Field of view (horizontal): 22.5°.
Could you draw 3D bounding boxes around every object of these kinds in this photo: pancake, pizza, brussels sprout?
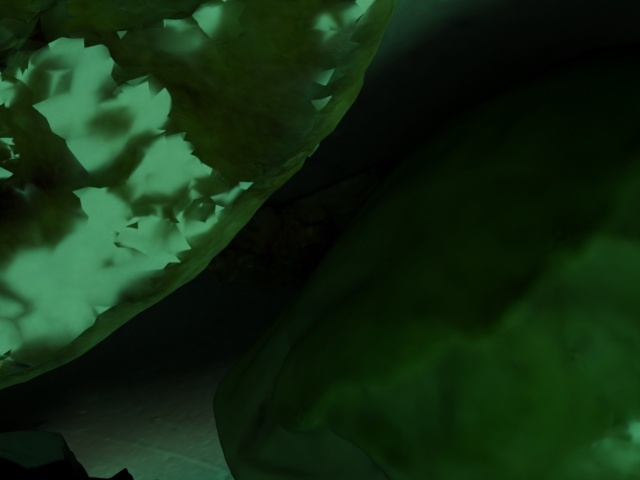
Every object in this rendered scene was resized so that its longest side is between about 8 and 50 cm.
[{"bbox_3d":[-0.131,-0.048,0.397,0.356,0.065,0.356,-17,151,-10],"label":"pancake"},{"bbox_3d":[0.000,0.001,0.637,0.083,0.025,0.078,6,144,-43],"label":"pizza"},{"bbox_3d":[0.101,0.045,0.591,0.271,0.210,0.219,-26,177,6],"label":"brussels sprout"}]

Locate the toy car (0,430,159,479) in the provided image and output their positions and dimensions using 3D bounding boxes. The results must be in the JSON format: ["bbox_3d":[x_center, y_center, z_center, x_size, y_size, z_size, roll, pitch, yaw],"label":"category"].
[{"bbox_3d":[-0.207,0.174,0.708,0.301,0.118,0.193,-20,145,-5],"label":"toy car"}]
